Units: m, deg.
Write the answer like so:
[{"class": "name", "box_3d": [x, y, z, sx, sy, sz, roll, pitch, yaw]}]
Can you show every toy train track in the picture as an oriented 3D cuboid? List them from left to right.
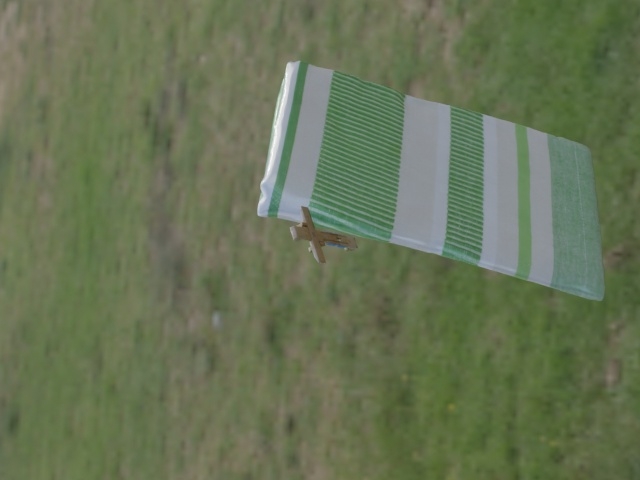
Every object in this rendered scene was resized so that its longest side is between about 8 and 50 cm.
[{"class": "toy train track", "box_3d": [0.000, 0.000, 1.210, 0.014, 0.083, 0.048, -29, 69, 29]}]

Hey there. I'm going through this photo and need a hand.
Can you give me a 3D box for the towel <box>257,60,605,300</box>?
[{"class": "towel", "box_3d": [0.109, -0.059, 1.492, 0.248, 0.325, 0.038, -82, 9, -53]}]
